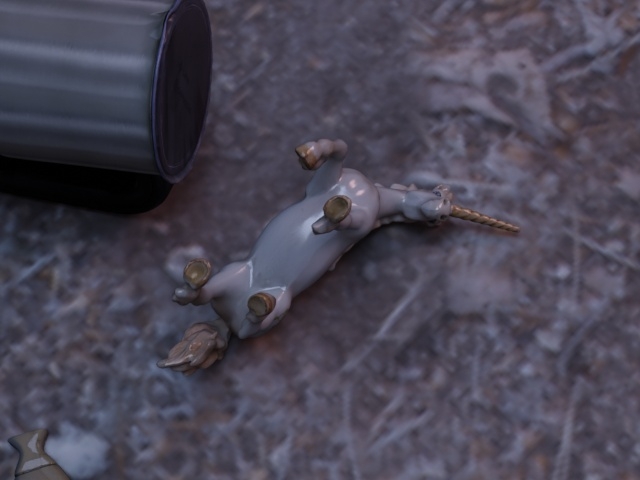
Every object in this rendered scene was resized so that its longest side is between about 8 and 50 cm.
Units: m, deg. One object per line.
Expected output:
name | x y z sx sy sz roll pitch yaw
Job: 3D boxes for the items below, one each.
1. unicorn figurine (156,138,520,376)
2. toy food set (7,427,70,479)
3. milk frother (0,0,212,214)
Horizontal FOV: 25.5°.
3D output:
unicorn figurine | 0.000 0.000 0.618 0.162 0.111 0.060 -29 78 5
toy food set | -0.130 0.144 0.592 0.078 0.019 0.122 -25 67 -9
milk frother | -0.114 -0.094 0.639 0.135 0.129 0.143 8 73 9
